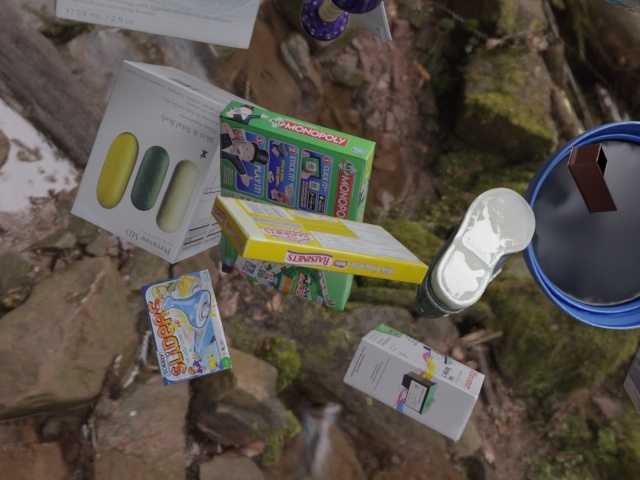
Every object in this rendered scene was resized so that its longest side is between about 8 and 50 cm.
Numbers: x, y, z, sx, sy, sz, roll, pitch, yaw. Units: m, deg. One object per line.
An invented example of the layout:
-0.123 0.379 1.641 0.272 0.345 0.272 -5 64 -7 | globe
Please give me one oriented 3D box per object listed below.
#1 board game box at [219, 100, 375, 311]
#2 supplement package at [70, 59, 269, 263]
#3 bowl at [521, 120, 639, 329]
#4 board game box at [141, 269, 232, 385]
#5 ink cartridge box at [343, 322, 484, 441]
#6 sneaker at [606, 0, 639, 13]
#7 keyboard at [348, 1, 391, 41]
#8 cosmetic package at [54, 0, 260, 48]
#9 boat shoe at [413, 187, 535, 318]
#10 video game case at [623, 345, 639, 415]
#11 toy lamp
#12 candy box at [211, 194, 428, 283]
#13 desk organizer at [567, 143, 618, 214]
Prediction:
-0.044 -0.040 1.123 0.317 0.214 0.046 97 14 -45 | board game box
-0.243 -0.133 1.255 0.199 0.262 0.198 26 14 8 | supplement package
0.564 -0.028 1.432 0.391 0.391 0.077 62 -3 -9 | bowl
-0.262 0.171 1.483 0.136 0.035 0.201 -15 80 -7 | board game box
0.216 0.311 1.698 0.117 0.278 0.201 -66 166 11 | ink cartridge box
0.529 -0.415 1.256 0.092 0.087 0.228 26 16 -42 | sneaker
0.034 -0.389 1.172 0.014 0.256 0.072 -28 137 -13 | keyboard
-0.172 -0.360 0.846 0.224 0.224 0.138 4 38 -21 | cosmetic package
0.251 0.018 1.245 0.116 0.099 0.319 45 49 2 | boat shoe
0.574 0.209 1.262 0.183 0.023 0.201 -75 178 -68 | video game case
0.030 -0.309 0.954 0.080 0.275 0.080 -1 95 -8 | toy lamp
0.000 0.000 0.768 0.206 0.027 0.105 10 22 -30 | candy box
0.480 -0.106 1.318 0.130 0.050 0.047 51 51 -36 | desk organizer
